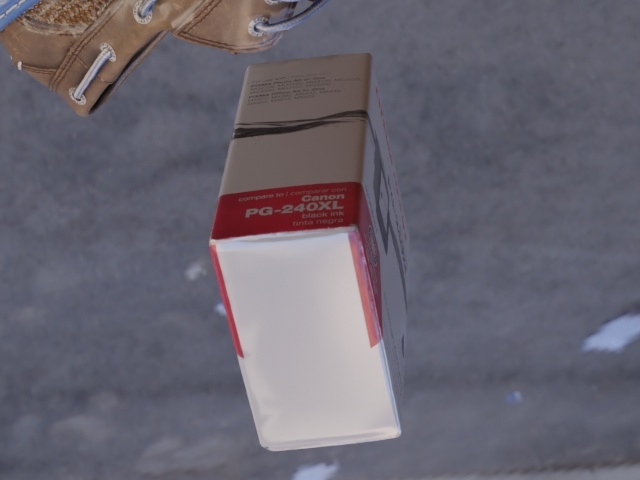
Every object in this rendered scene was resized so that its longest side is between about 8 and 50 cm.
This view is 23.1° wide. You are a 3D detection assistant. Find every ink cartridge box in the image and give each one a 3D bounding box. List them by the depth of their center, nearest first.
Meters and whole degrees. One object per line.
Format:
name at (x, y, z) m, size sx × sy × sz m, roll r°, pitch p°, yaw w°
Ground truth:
ink cartridge box at (0.000, 0.000, 0.684) m, size 0.063 × 0.150 × 0.109 m, roll -7°, pitch 123°, yaw 10°

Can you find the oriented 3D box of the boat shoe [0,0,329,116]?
boat shoe at (-0.025, -0.089, 0.441) m, size 0.183 × 0.066 × 0.066 m, roll -22°, pitch -161°, yaw 43°
